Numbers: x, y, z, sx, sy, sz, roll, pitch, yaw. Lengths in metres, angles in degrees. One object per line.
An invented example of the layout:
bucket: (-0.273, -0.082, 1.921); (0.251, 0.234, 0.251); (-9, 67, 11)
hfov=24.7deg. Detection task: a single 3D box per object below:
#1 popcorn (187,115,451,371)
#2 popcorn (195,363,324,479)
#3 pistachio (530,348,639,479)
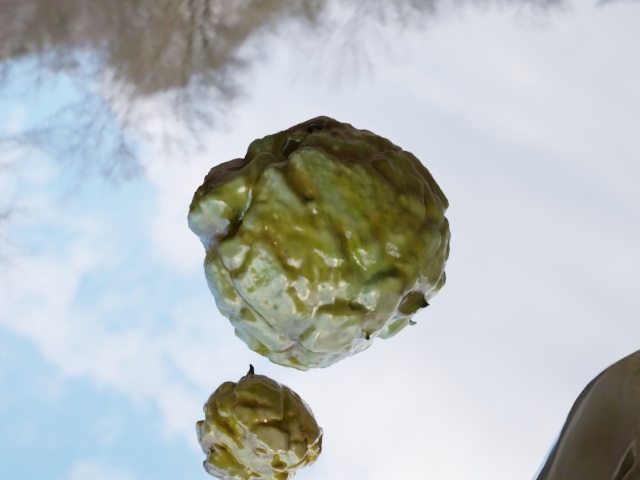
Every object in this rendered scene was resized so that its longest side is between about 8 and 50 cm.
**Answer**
popcorn: (0.009, 0.004, 1.558); (0.282, 0.282, 0.247); (2, -117, -52)
popcorn: (-0.069, 0.218, 1.648); (0.148, 0.152, 0.167); (9, 170, 5)
pistachio: (0.171, 0.272, 0.911); (0.281, 0.445, 0.365); (24, 164, 24)
